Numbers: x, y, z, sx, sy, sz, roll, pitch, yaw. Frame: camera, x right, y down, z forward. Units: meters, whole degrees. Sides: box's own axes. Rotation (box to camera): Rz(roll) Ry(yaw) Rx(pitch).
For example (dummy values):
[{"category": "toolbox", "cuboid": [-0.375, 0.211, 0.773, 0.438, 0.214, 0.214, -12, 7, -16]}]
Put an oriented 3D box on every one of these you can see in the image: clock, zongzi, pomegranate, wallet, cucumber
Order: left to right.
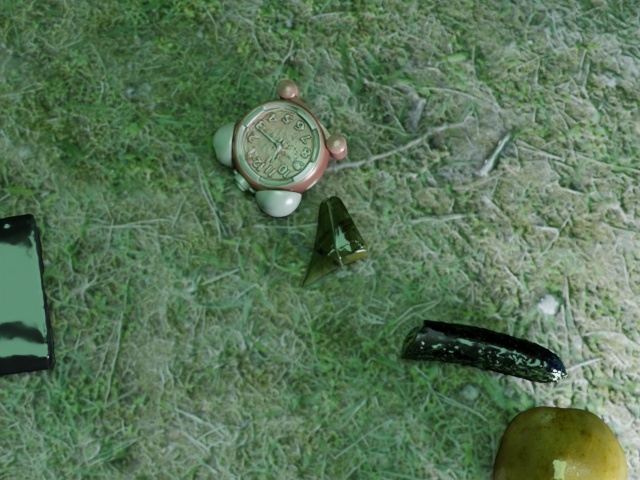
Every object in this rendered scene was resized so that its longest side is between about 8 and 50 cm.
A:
[{"category": "wallet", "cuboid": [-0.589, 0.099, 1.883, 0.406, 0.062, 0.228, -8, 76, -9]}, {"category": "clock", "cuboid": [-0.062, -0.132, 1.989, 0.162, 0.093, 0.166, -41, 83, -5]}, {"category": "zongzi", "cuboid": [0.000, 0.000, 1.982, 0.113, 0.052, 0.104, -28, 72, 1]}, {"category": "cucumber", "cuboid": [0.243, 0.161, 1.957, 0.245, 0.067, 0.067, 10, 75, -6]}, {"category": "pomegranate", "cuboid": [0.335, 0.329, 1.863, 0.196, 0.196, 0.196, 1, 75, -6]}]
